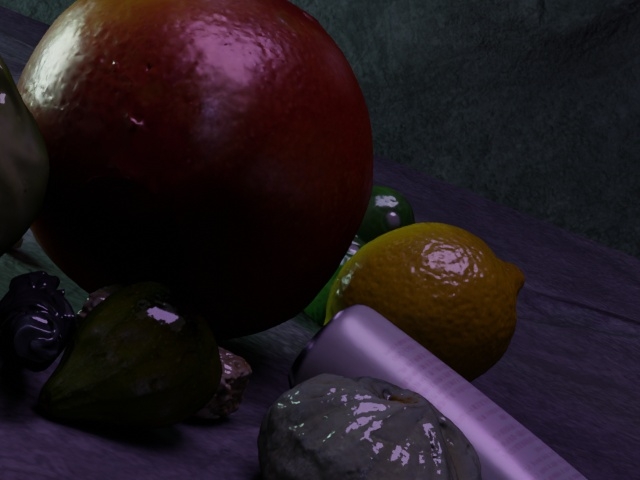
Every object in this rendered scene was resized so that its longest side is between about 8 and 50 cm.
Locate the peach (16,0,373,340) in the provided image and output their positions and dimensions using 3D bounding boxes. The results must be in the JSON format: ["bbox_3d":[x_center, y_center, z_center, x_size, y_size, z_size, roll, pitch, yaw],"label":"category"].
[{"bbox_3d":[-0.124,-0.082,1.691,0.388,0.388,0.388,22,11,-4],"label":"peach"}]

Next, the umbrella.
[{"bbox_3d":[-0.236,0.070,1.425,0.059,0.066,0.235,17,4,-13],"label":"umbrella"}]

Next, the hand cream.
[{"bbox_3d":[0.136,0.194,1.585,0.358,0.118,0.185,34,10,19],"label":"hand cream"}]

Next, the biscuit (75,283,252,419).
[{"bbox_3d":[-0.141,0.101,1.543,0.168,0.070,0.082,29,21,24],"label":"biscuit"}]

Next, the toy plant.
[{"bbox_3d":[0.000,0.000,2.054,0.235,0.175,0.218,22,48,17],"label":"toy plant"}]

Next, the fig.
[{"bbox_3d":[-0.159,0.108,1.416,0.156,0.123,0.123,-36,46,-26],"label":"fig"}]

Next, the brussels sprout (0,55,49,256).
[{"bbox_3d":[-0.390,-0.100,1.509,0.328,0.247,0.328,17,-19,6],"label":"brussels sprout"}]

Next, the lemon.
[{"bbox_3d":[0.111,0.074,1.880,0.244,0.187,0.187,-16,22,-13],"label":"lemon"}]

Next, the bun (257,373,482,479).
[{"bbox_3d":[0.048,0.177,1.423,0.195,0.118,0.195,23,7,-3],"label":"bun"}]

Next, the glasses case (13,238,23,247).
[{"bbox_3d":[-0.343,-0.013,1.811,0.083,0.021,0.032,31,12,36],"label":"glasses case"}]
